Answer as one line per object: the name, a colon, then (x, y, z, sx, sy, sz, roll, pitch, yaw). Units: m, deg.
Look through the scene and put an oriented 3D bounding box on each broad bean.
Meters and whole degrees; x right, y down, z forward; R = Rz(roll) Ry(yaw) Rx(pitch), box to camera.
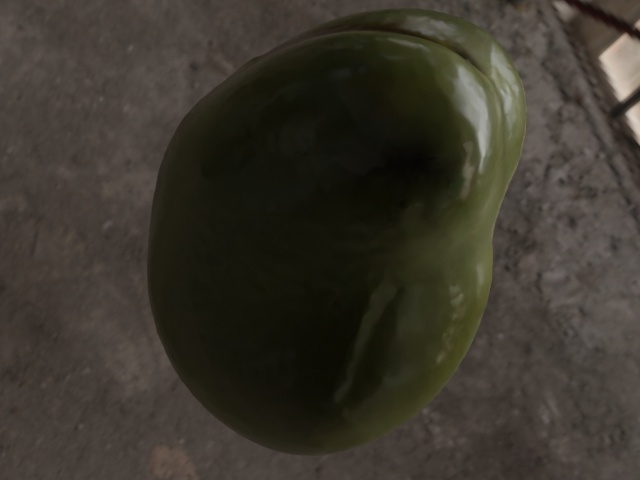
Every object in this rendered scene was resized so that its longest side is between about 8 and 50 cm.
broad bean: (0.000, 0.000, 0.707, 0.189, 0.263, 0.121, 26, 21, 5)
